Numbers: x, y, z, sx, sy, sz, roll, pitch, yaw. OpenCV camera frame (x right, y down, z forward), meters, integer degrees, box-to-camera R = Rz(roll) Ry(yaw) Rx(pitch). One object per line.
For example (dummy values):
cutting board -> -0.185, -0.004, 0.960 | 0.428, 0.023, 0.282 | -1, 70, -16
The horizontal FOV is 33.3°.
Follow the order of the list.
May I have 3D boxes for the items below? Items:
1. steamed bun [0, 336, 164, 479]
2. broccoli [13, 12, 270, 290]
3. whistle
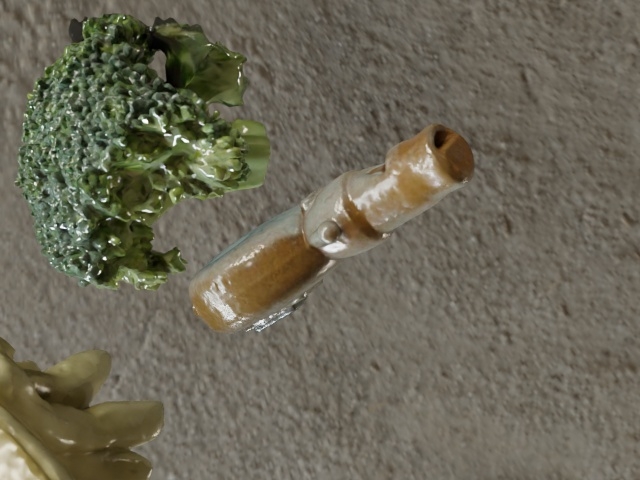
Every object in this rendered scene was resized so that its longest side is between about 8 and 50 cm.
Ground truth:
steamed bun -> -0.271, 0.162, 0.796 | 0.247, 0.428, 0.189 | -64, 163, -14
broccoli -> -0.217, -0.097, 1.251 | 0.317, 0.277, 0.338 | -21, 134, -3
whistle -> 0.000, 0.000, 0.636 | 0.220, 0.107, 0.057 | -33, 92, 36
